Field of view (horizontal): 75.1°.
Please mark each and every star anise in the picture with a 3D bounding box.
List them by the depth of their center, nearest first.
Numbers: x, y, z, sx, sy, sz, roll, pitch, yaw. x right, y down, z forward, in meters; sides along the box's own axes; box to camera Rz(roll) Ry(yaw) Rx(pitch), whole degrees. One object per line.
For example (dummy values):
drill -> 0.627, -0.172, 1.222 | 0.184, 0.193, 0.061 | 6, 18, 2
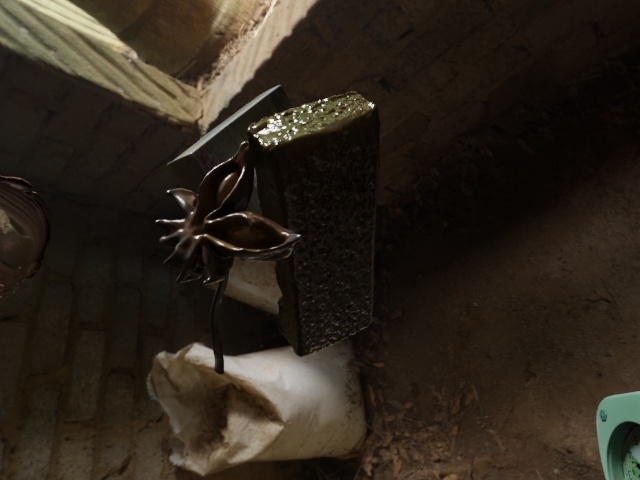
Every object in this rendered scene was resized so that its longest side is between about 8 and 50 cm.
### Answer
star anise -> -0.087, 0.042, 0.459 | 0.148, 0.227, 0.218 | 21, 73, 13

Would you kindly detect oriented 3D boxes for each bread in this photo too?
bread -> 0.000, 0.000, 0.638 | 0.113, 0.165, 0.416 | 47, 150, 42

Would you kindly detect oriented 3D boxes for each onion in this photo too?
onion -> -0.619, -0.029, 0.752 | 0.283, 0.120, 0.227 | 104, 176, -45

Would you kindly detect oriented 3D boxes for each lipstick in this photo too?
lipstick -> -0.146, -0.191, 0.753 | 0.068, 0.066, 0.317 | -13, 30, 33

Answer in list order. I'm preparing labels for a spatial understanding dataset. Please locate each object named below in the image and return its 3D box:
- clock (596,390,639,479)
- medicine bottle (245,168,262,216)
clock -> 0.415, 0.295, 0.504 | 0.066, 0.159, 0.210 | 5, 67, 4
medicine bottle -> -0.148, -0.141, 1.147 | 0.325, 0.256, 0.256 | -28, 55, 11
